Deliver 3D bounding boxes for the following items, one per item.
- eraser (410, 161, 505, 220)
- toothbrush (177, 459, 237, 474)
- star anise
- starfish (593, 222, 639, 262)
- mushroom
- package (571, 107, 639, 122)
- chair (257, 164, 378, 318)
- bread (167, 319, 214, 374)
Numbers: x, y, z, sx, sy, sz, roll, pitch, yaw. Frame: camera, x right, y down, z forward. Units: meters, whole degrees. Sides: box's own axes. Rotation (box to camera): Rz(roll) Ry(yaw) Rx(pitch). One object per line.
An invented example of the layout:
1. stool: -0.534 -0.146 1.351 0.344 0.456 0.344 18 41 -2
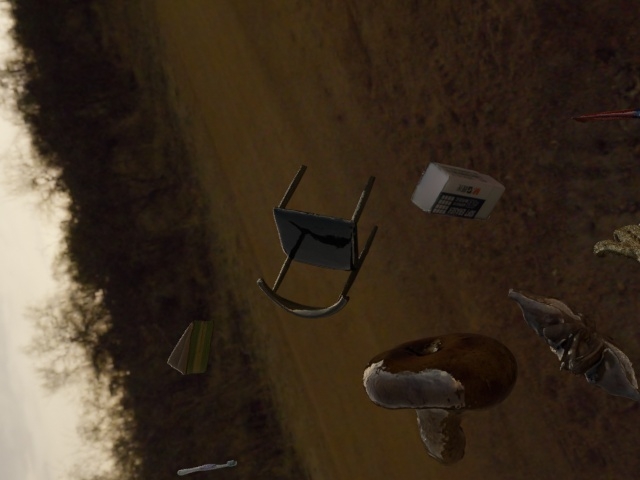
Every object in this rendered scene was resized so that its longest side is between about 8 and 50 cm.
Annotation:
1. eraser: 0.392 -0.134 1.936 0.086 0.287 0.130 44 116 39
2. toothbrush: -0.214 0.427 1.285 0.013 0.131 0.011 55 -153 -36
3. star anise: 0.524 0.209 1.403 0.292 0.109 0.349 32 -162 -36
4. starfish: 0.642 0.009 1.324 0.071 0.216 0.238 57 -154 -20
5. mushroom: 0.235 0.271 1.247 0.254 0.267 0.267 53 160 7
6. package: 0.621 -0.254 1.386 0.200 0.083 0.022 2 97 41
7. chair: 0.000 0.000 1.357 0.166 0.188 0.272 81 -155 -47
8. bread: -0.319 0.251 1.690 0.084 0.074 0.139 19 103 45
